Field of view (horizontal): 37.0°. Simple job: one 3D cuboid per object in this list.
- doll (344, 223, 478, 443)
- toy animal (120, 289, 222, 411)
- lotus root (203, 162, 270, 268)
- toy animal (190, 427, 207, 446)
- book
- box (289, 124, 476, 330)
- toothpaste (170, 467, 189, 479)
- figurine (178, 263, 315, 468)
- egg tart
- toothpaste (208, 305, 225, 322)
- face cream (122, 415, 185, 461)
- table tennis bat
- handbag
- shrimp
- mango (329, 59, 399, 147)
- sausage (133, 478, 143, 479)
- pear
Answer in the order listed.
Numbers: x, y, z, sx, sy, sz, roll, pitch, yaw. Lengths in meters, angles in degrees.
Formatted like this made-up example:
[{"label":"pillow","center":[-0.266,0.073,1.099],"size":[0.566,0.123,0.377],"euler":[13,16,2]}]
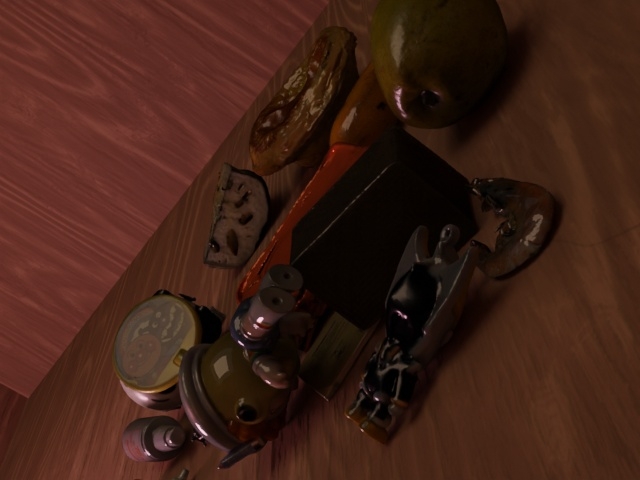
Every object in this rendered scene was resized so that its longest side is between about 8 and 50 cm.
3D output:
[{"label":"doll","center":[0.128,0.126,1.333],"size":[0.145,0.103,0.316],"euler":[-117,53,-88]},{"label":"toy animal","center":[-0.359,0.259,2.228],"size":[0.212,0.212,0.267],"euler":[-26,34,59]},{"label":"lotus root","center":[-0.226,-0.068,2.593],"size":[0.260,0.149,0.267],"euler":[-126,52,-76]},{"label":"toy animal","center":[-0.225,0.370,1.941],"size":[0.135,0.047,0.065],"euler":[-42,30,25]},{"label":"book","center":[0.028,0.182,1.650],"size":[0.168,0.013,0.192],"euler":[-57,17,-4]},{"label":"box","center":[0.097,-0.018,1.534],"size":[0.273,0.184,0.143],"euler":[-45,20,23]},{"label":"toothpaste","center":[-0.315,0.556,1.870],"size":[0.233,0.038,0.060],"euler":[-64,15,-16]},{"label":"figurine","center":[-0.117,0.176,1.585],"size":[0.224,0.205,0.382],"euler":[-72,2,-58]},{"label":"egg tart","center":[-0.015,-0.331,2.428],"size":[0.443,0.178,0.443],"euler":[-49,20,25]},{"label":"toothpaste","center":[-0.303,0.228,2.415],"size":[0.164,0.046,0.034],"euler":[-43,18,39]},{"label":"face cream","center":[-0.351,0.432,2.080],"size":[0.251,0.101,0.101],"euler":[-24,36,60]},{"label":"table tennis bat","center":[-0.314,0.247,2.061],"size":[0.368,0.054,0.224],"euler":[25,78,36]},{"label":"handbag","center":[0.000,0.000,1.886],"size":[0.410,0.116,0.303],"euler":[-57,18,-3]},{"label":"shrimp","center":[0.251,-0.030,1.366],"size":[0.143,0.052,0.251],"euler":[-57,18,6]},{"label":"mango","center":[0.117,-0.293,2.101],"size":[0.295,0.120,0.177],"euler":[-60,10,-17]},{"label":"sausage","center":[-0.404,0.618,1.958],"size":[0.066,0.066,0.301],"euler":[-47,17,28]},{"label":"pear","center":[0.209,-0.349,1.725],"size":[0.253,0.253,0.307],"euler":[-40,25,43]}]
